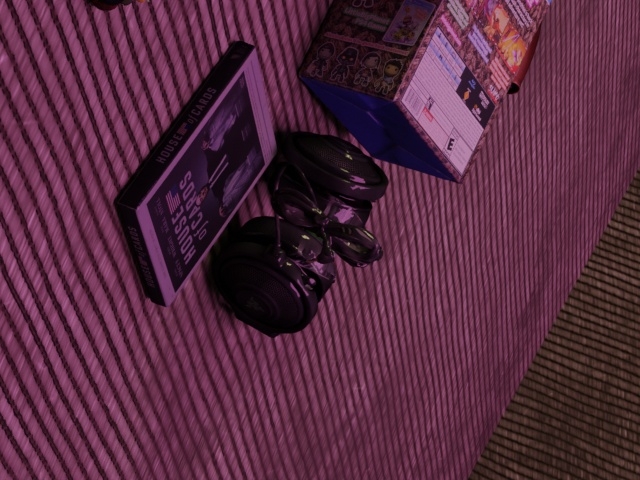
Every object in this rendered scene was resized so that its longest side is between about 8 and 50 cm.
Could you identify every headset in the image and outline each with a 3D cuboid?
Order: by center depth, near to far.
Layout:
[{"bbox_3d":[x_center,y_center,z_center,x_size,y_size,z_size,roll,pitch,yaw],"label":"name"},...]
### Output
[{"bbox_3d":[0.000,0.000,1.911,0.243,0.185,0.394,-61,171,-6],"label":"headset"}]

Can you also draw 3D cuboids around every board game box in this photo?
[{"bbox_3d":[0.135,-0.255,2.017,0.291,0.141,0.232,-63,147,-12],"label":"board game box"}]

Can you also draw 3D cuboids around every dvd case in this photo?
[{"bbox_3d":[-0.126,-0.070,1.778,0.239,0.029,0.179,-57,156,-28],"label":"dvd case"}]

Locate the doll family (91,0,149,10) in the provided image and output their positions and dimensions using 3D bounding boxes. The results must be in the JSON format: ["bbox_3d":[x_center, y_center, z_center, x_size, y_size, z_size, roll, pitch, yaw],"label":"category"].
[{"bbox_3d":[-0.173,-0.261,1.436,0.111,0.076,0.193,-55,150,-20],"label":"doll family"}]

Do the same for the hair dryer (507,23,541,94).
[{"bbox_3d":[0.272,-0.352,2.352,0.223,0.080,0.294,-43,138,-74],"label":"hair dryer"}]
